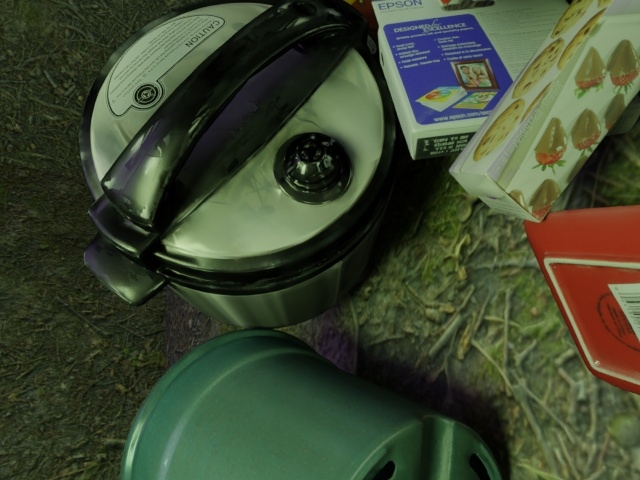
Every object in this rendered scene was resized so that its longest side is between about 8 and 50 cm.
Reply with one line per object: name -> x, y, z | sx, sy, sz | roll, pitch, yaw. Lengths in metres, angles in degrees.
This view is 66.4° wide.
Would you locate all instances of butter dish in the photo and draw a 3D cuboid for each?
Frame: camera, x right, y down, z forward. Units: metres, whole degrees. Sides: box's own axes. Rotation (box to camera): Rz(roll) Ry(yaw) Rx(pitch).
butter dish -> 0.252, 0.030, 0.342 | 0.160, 0.118, 0.160 | 63, 168, -7

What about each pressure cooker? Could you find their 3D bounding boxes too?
pressure cooker -> -0.083, -0.092, 0.636 | 0.420, 0.375, 0.370 | 90, 177, -72

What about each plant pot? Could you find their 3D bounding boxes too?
plant pot -> -0.006, 0.287, 0.545 | 0.334, 0.341, 0.341 | -4, 77, 55

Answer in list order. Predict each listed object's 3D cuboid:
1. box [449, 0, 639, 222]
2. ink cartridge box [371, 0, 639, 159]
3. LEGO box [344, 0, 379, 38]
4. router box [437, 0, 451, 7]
box -> 0.226, -0.162, 0.375 | 0.324, 0.063, 0.067 | -53, 16, 3
ink cartridge box -> 0.168, -0.178, 0.488 | 0.045, 0.206, 0.208 | 84, 178, -57
LEGO box -> -0.012, -0.497, 0.862 | 0.372, 0.193, 0.501 | 137, 139, -75
router box -> 0.183, -0.363, 0.420 | 0.301, 0.082, 0.335 | -42, 16, 27
